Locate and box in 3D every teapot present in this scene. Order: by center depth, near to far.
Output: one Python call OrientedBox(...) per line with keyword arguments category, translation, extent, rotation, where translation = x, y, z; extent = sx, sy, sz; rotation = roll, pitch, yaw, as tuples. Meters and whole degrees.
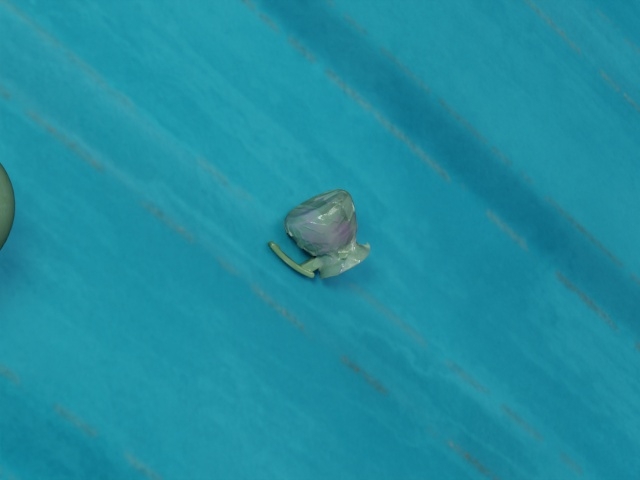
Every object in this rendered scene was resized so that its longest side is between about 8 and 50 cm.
OrientedBox(category="teapot", translation=(0.000, 0.000, 1.386), extent=(0.083, 0.064, 0.064), rotation=(-30, 104, -11))

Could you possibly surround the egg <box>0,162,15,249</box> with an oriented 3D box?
OrientedBox(category="egg", translation=(-0.280, -0.016, 1.109), extent=(0.152, 0.114, 0.114), rotation=(-26, 91, -39))
